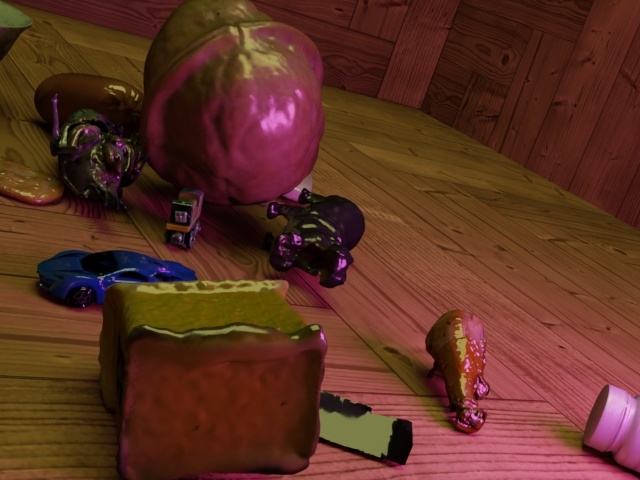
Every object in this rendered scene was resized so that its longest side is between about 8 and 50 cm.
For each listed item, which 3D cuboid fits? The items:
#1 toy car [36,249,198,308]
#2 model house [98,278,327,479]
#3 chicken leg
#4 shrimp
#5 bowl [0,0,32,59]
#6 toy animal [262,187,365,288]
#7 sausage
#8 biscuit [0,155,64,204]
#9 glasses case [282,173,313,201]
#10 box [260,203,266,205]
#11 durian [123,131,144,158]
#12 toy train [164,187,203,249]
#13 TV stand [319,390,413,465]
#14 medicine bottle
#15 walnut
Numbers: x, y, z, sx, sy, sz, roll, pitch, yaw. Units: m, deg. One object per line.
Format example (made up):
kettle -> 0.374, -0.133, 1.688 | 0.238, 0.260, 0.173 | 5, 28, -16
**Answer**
toy car -> -0.257, 0.049, 1.196 | 0.216, 0.063, 0.103 | 11, 19, -27
model house -> -0.119, 0.107, 0.930 | 0.193, 0.174, 0.234 | -1, 27, -18
chicken leg -> 0.189, 0.183, 1.256 | 0.085, 0.101, 0.207 | 13, 38, -8
shrimp -> -0.387, -0.146, 1.517 | 0.172, 0.137, 0.372 | 29, 0, -30
bowl -> -0.792, -0.391, 1.764 | 0.435, 0.196, 0.435 | 18, 17, -6
toy animal -> -0.017, -0.002, 1.563 | 0.168, 0.106, 0.343 | 12, 17, 4
sausage -> -0.447, -0.263, 1.790 | 0.121, 0.121, 0.304 | 4, 7, -42
biscuit -> -0.529, -0.113, 1.467 | 0.247, 0.029, 0.118 | 19, 17, 0
glasses case -> -0.057, -0.127, 2.008 | 0.081, 0.051, 0.204 | 17, 17, -4
box -> -0.122, -0.201, 1.866 | 0.086, 0.225, 0.129 | 16, 16, -13
durian -> -0.364, -0.225, 1.906 | 0.137, 0.095, 0.221 | 31, 15, 33
toy train -> -0.218, -0.035, 1.485 | 0.050, 0.081, 0.122 | 13, 16, -2
TV stand -> -0.020, 0.192, 1.046 | 0.257, 0.040, 0.049 | 19, 16, -1
medicine bottle -> 0.458, 0.270, 1.234 | 0.187, 0.102, 0.103 | 22, 17, 8
walnut -> -0.151, -0.234, 1.604 | 0.381, 0.381, 0.381 | 18, 16, -5
